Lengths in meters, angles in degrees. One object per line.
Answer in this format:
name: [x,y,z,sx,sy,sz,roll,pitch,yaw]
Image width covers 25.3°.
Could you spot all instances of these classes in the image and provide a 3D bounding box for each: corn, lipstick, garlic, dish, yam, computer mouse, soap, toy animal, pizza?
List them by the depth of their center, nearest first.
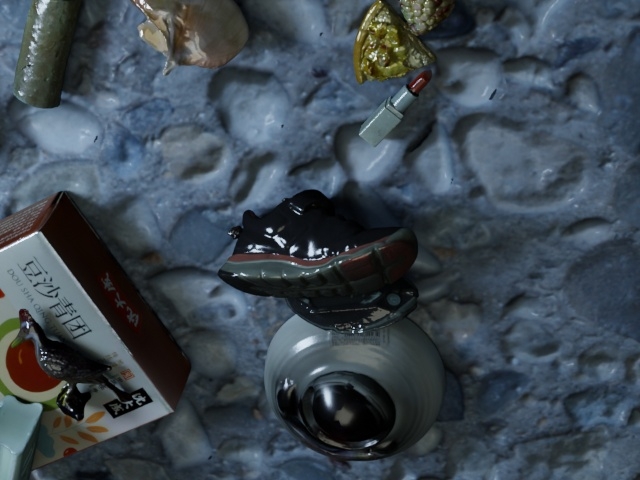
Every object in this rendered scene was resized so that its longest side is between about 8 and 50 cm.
corn: [0.115,-0.370,1.722,0.086,0.086,0.253,-7,119,14]
garlic: [-0.181,-0.286,1.823,0.174,0.099,0.124,38,105,-12]
pizza: [0.098,-0.248,1.832,0.108,0.026,0.123,13,121,0]
lipstick: [0.103,-0.179,1.869,0.030,0.030,0.129,37,120,-12]
yam: [-0.363,-0.259,1.885,0.068,0.068,0.169,18,122,-1]
computer mouse: [0.042,0.088,1.997,0.192,0.106,0.062,3,128,11]
toy animal: [-0.364,0.173,2.013,0.105,0.070,0.202,-33,109,12]
dish: [0.040,0.235,2.071,0.273,0.134,0.273,5,122,9]
soap: [-0.464,0.340,2.087,0.066,0.119,0.198,17,123,-1]

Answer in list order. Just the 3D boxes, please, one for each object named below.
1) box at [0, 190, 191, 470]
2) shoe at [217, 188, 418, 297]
box: [-0.449,0.160,2.118,0.385,0.122,0.344,-24,114,22]
shoe: [0.000,0.000,1.937,0.291,0.137,0.114,-4,157,24]
